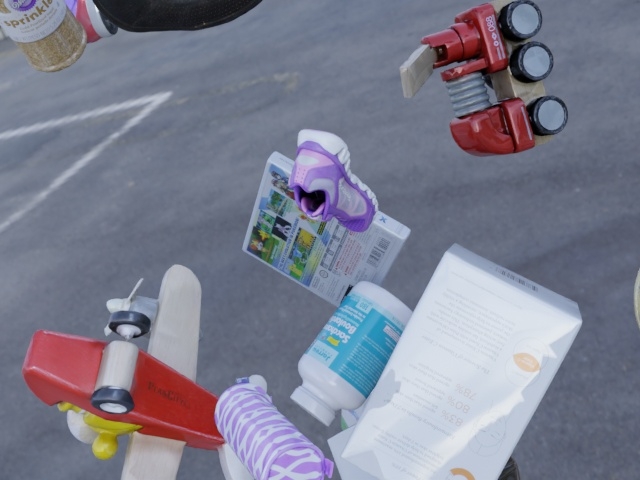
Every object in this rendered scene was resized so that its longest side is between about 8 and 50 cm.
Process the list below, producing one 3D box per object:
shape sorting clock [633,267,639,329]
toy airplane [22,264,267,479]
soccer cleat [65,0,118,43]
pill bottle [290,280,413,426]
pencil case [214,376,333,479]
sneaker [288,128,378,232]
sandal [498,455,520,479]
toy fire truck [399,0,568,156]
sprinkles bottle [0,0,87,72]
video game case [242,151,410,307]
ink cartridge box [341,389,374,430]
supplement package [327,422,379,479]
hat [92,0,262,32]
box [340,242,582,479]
[{"bbox_3d":[0.665,0.109,1.781,0.206,0.206,0.040,-37,15,-29],"label":"shape sorting clock"},{"bbox_3d":[-0.267,0.262,1.442,0.272,0.384,0.386,-17,8,33],"label":"toy airplane"},{"bbox_3d":[-0.482,-0.525,1.744,0.116,0.318,0.108,-16,11,11],"label":"soccer cleat"},{"bbox_3d":[0.057,0.217,1.763,0.264,0.146,0.146,-53,32,-12],"label":"pill bottle"},{"bbox_3d":[-0.067,0.254,1.189,0.088,0.086,0.206,3,15,-25],"label":"pencil case"},{"bbox_3d":[0.012,-0.067,1.436,0.095,0.236,0.105,11,66,29],"label":"sneaker"},{"bbox_3d":[0.353,0.512,1.755,0.090,0.060,0.219,-24,54,19],"label":"sandal"},{"bbox_3d":[0.210,-0.215,1.323,0.246,0.217,0.158,-19,8,-15],"label":"toy fire truck"},{"bbox_3d":[-0.508,-0.424,1.528,0.121,0.355,0.121,-5,64,11],"label":"sprinkles bottle"},{"bbox_3d":[0.000,0.000,1.860,0.036,0.300,0.329,-56,-7,-34],"label":"video game case"},{"bbox_3d":[0.163,0.382,2.266,0.201,0.278,0.117,-18,48,-17],"label":"ink cartridge box"},{"bbox_3d":[0.164,0.450,2.025,0.203,0.149,0.194,-10,-19,-36],"label":"supplement package"},{"bbox_3d":[-0.195,-0.437,1.241,0.331,0.331,0.134,-22,58,3],"label":"hat"},{"bbox_3d":[0.210,0.207,1.386,0.215,0.345,0.168,28,10,9],"label":"box"}]
